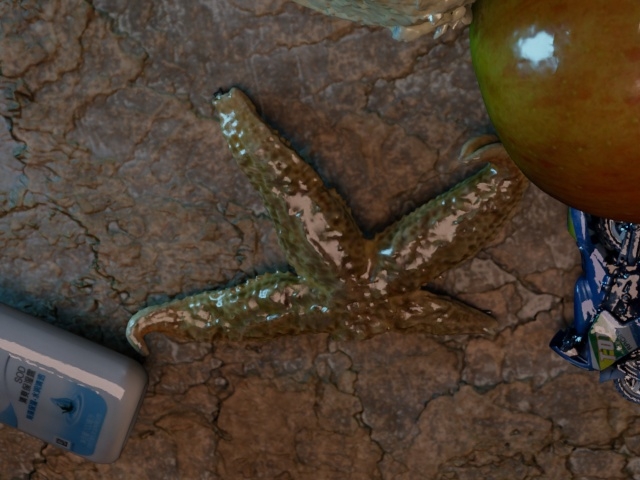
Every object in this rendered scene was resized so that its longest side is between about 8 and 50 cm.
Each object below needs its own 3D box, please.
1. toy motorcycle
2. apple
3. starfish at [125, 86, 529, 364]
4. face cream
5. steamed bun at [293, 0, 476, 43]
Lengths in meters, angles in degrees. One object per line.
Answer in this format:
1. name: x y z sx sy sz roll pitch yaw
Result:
1. toy motorcycle: 0.310 0.058 1.630 0.135 0.092 0.254 0 109 15
2. apple: 0.295 -0.174 1.376 0.339 0.339 0.340 2 117 4
3. starfish: 0.000 0.000 1.632 0.432 0.082 0.324 4 121 5
4. face cream: -0.363 0.136 1.715 0.336 0.080 0.163 23 132 -1
5. steamed bun: 0.072 -0.333 1.312 0.233 0.334 0.312 27 93 -44
